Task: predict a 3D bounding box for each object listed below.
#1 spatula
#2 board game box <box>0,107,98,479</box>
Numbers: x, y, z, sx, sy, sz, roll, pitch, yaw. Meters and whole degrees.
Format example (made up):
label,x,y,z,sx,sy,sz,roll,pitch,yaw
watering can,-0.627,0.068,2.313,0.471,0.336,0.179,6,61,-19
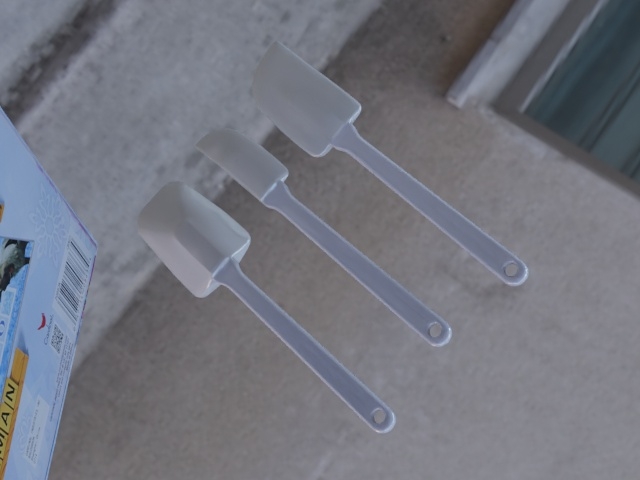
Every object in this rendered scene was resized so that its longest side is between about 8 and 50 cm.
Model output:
label,x,y,z,sx,sy,sz,roll,pitch,yaw
spatula,0.000,0.000,0.761,0.168,0.242,0.019,-49,156,2
board game box,-0.209,0.052,0.504,0.318,0.066,0.318,68,23,-54
